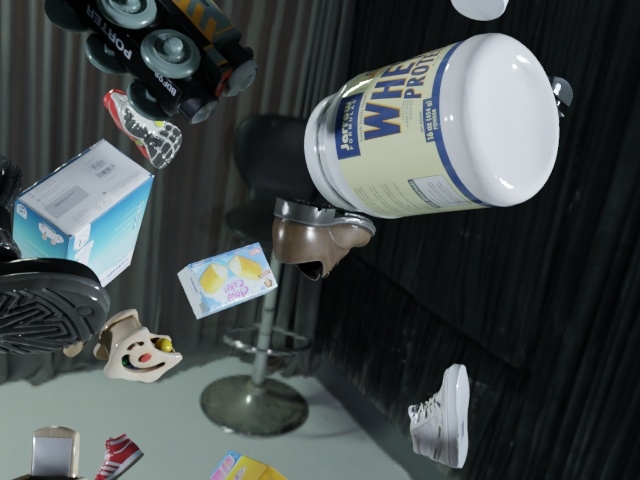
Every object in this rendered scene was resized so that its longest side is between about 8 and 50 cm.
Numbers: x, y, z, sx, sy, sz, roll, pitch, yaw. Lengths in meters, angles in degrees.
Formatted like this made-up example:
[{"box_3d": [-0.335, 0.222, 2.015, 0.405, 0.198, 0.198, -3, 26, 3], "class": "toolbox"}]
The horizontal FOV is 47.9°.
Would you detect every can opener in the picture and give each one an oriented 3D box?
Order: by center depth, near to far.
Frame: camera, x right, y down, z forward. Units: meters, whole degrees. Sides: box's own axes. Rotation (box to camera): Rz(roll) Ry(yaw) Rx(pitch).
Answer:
[{"box_3d": [0.412, -0.299, 1.409, 0.074, 0.093, 0.280, 22, 7, 35], "class": "can opener"}]

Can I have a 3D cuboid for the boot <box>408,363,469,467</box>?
[{"box_3d": [0.242, 0.365, 1.520, 0.124, 0.258, 0.095, 8, 27, 25], "class": "boot"}]

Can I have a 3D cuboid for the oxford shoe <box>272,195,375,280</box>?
[{"box_3d": [0.000, 0.000, 0.918, 0.083, 0.096, 0.227, 15, 6, 28], "class": "oxford shoe"}]

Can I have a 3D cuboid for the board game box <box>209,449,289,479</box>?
[{"box_3d": [-0.054, 0.466, 1.233, 0.242, 0.064, 0.316, 40, -21, -7], "class": "board game box"}]

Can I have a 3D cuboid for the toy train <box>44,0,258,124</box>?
[{"box_3d": [-0.235, -0.312, 1.002, 0.334, 0.142, 0.190, 47, 53, 5], "class": "toy train"}]

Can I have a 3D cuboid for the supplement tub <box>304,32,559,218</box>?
[{"box_3d": [0.154, -0.154, 1.072, 0.236, 0.235, 0.325, -9, 2, -41], "class": "supplement tub"}]

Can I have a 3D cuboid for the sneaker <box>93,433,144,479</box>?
[{"box_3d": [-0.389, 0.406, 1.317, 0.118, 0.042, 0.067, -39, 78, -14], "class": "sneaker"}]

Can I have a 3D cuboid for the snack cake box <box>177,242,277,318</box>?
[{"box_3d": [-0.276, 0.119, 2.169, 0.264, 0.152, 0.089, -19, -10, -42], "class": "snack cake box"}]

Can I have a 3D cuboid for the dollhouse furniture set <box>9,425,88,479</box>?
[{"box_3d": [-0.425, 0.218, 0.694, 0.287, 0.198, 0.303, 0, -7, 9], "class": "dollhouse furniture set"}]

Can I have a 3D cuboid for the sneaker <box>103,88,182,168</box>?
[{"box_3d": [-0.430, -0.278, 1.748, 0.118, 0.107, 0.279, 34, -14, 23], "class": "sneaker"}]

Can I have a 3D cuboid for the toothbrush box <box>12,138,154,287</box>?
[{"box_3d": [-0.449, -0.009, 1.346, 0.126, 0.295, 0.216, 36, 48, 6], "class": "toothbrush box"}]

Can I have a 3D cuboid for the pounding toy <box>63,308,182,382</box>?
[{"box_3d": [-0.462, 0.225, 1.711, 0.155, 0.154, 0.270, 48, 13, 34], "class": "pounding toy"}]

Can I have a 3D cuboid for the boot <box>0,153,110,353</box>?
[{"box_3d": [-0.407, 0.002, 0.918, 0.348, 0.131, 0.260, -6, 54, 16], "class": "boot"}]

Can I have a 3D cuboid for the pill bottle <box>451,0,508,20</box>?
[{"box_3d": [0.239, -0.397, 0.981, 0.103, 0.184, 0.103, 19, -17, 6], "class": "pill bottle"}]
